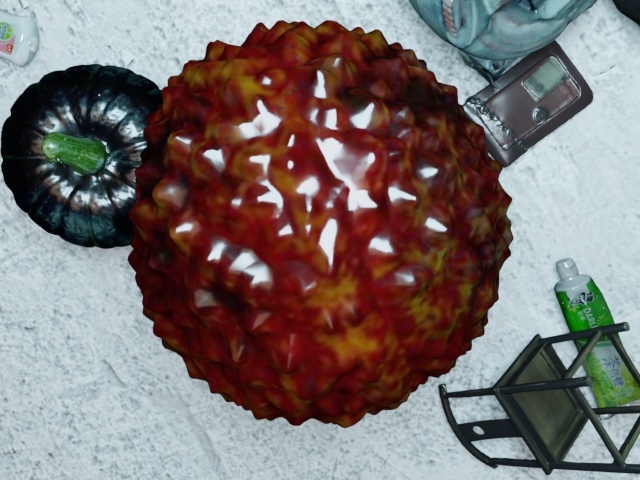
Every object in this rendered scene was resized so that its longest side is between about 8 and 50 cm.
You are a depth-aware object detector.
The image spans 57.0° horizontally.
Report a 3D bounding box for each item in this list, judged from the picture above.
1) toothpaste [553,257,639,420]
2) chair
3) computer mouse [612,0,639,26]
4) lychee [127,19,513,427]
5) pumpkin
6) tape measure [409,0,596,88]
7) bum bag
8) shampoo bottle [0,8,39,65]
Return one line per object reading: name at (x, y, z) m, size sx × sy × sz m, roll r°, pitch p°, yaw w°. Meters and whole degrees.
toothpaste at (0.389, 0.138, 0.831) m, size 0.078 × 0.047 × 0.247 m, roll -23°, pitch 98°, yaw 15°
chair at (0.313, 0.225, 0.812) m, size 0.141 × 0.260 × 0.154 m, roll -34°, pitch 93°, yaw -35°
computer mouse at (0.398, -0.409, 0.674) m, size 0.117 × 0.183 × 0.322 m, roll -11°, pitch 98°, yaw -3°
lychee at (0.000, 0.000, 0.673) m, size 0.425 × 0.424 × 0.499 m, roll -13°, pitch 136°, yaw 8°
pumpkin at (-0.292, -0.106, 0.761) m, size 0.248 × 0.248 × 0.247 m, roll 1°, pitch 99°, yaw 6°
tape measure at (0.224, -0.327, 0.655) m, size 0.256 × 0.275 × 0.147 m, roll -44°, pitch 53°, yaw 15°
bum bag at (0.280, -0.186, 0.804) m, size 0.159 × 0.026 × 0.109 m, roll -36°, pitch 94°, yaw 5°
shampoo bottle at (-0.453, -0.295, 0.847) m, size 0.099 × 0.043 × 0.072 m, roll 20°, pitch 100°, yaw 2°
